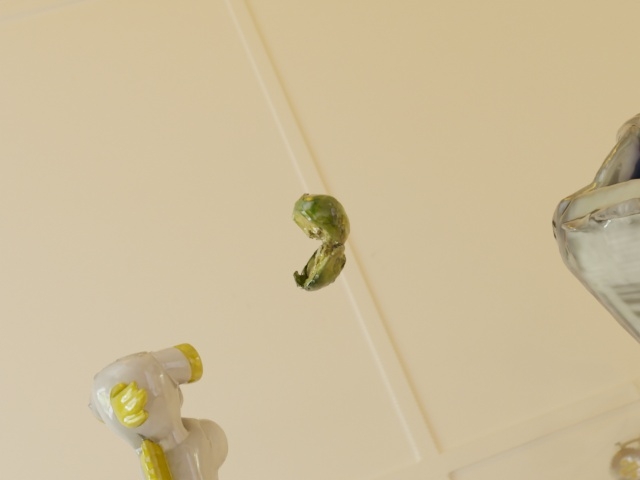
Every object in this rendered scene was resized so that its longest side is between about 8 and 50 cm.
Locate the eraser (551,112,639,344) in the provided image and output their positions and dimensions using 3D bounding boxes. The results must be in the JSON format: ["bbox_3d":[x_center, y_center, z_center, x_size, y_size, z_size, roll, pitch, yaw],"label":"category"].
[{"bbox_3d":[0.248,0.069,0.324,0.332,0.155,0.101,43,-108,-8],"label":"eraser"}]

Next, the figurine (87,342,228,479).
[{"bbox_3d":[-0.128,0.176,0.726,0.109,0.129,0.178,-24,-78,0],"label":"figurine"}]

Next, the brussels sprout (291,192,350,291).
[{"bbox_3d":[0.001,0.001,0.742,0.051,0.046,0.083,-1,-84,-2],"label":"brussels sprout"}]
